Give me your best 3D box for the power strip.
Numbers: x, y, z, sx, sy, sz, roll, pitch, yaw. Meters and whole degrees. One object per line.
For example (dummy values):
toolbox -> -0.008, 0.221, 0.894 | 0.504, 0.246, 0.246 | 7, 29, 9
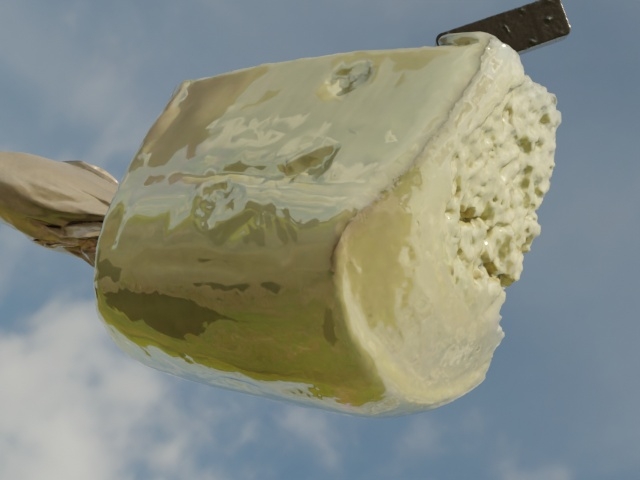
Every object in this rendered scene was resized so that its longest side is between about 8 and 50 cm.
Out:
power strip -> 0.152, -0.169, 1.384 | 0.111, 0.029, 0.038 | -18, -95, -1

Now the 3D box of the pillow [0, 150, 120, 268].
pillow -> -0.178, -0.013, 1.366 | 0.270, 0.173, 0.067 | 26, -75, 34

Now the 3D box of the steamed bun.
steamed bun -> 0.000, 0.000, 0.882 | 0.225, 0.200, 0.170 | 7, -34, 40
